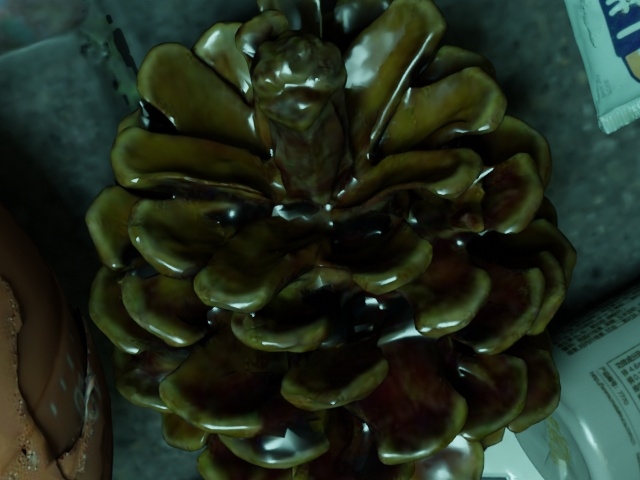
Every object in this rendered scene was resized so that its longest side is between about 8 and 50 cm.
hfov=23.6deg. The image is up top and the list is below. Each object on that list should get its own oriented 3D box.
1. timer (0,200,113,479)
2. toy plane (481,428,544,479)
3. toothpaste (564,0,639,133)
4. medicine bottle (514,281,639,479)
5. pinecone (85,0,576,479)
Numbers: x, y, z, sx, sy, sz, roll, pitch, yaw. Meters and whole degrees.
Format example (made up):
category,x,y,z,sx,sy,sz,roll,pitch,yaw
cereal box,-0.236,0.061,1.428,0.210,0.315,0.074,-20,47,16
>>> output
category,x,y,z,sx,sy,sz,roll,pitch,yaw
timer,-0.192,0.069,0.539,0.229,0.230,0.215,-24,125,3
toy plane,0.011,0.126,0.693,0.234,0.082,0.160,-2,92,-10
toothpaste,0.105,-0.133,0.598,0.056,0.036,0.205,-25,123,5
medicine bottle,0.155,0.054,0.666,0.140,0.079,0.079,-28,121,-16
pinecone,-0.001,-0.002,0.572,0.185,0.168,0.212,-33,133,-8
